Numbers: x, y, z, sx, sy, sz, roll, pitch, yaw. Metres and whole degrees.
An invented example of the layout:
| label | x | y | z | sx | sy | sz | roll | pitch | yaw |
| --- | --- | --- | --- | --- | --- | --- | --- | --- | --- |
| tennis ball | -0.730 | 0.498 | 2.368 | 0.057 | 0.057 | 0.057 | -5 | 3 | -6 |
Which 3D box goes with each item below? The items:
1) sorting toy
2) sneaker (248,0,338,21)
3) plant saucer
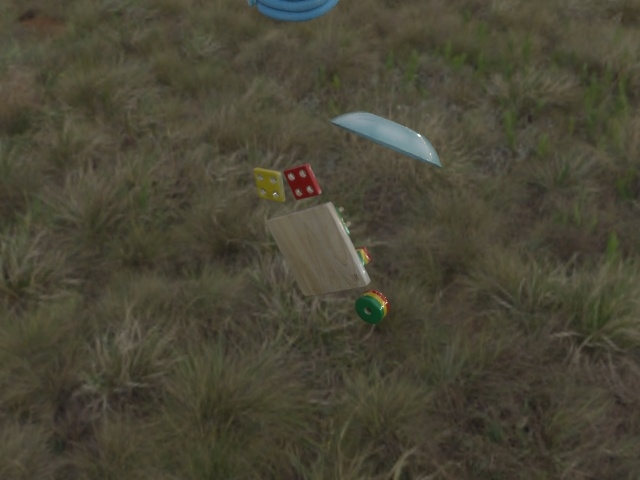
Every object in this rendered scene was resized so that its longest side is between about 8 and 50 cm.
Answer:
| label | x | y | z | sx | sy | sz | roll | pitch | yaw |
| --- | --- | --- | --- | --- | --- | --- | --- | --- | --- |
| sorting toy | 0.000 | 0.000 | 1.127 | 0.132 | 0.275 | 0.046 | -14 | 20 | 44 |
| sneaker | -0.075 | -0.367 | 0.829 | 0.127 | 0.208 | 0.319 | -24 | 66 | 1 |
| plant saucer | 0.108 | -0.167 | 1.207 | 0.194 | 0.038 | 0.195 | 21 | 7 | -3 |
